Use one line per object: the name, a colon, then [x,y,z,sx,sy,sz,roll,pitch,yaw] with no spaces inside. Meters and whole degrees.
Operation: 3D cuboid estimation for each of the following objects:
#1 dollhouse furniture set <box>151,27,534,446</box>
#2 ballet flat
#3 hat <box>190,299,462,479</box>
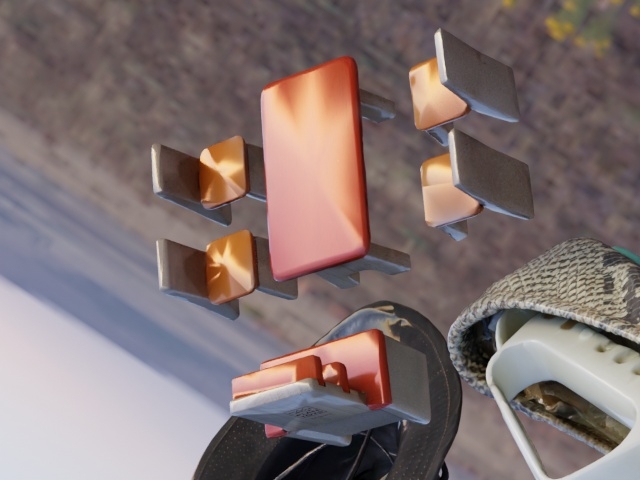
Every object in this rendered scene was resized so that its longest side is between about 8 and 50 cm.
dollhouse furniture set: [0.000,0.000,1.335,0.262,0.259,0.135,-19,155,32]
ballet flat: [0.226,0.124,1.178,0.483,0.182,0.164,30,139,60]
hat: [0.033,0.216,1.638,0.134,0.331,0.331,40,173,-26]
